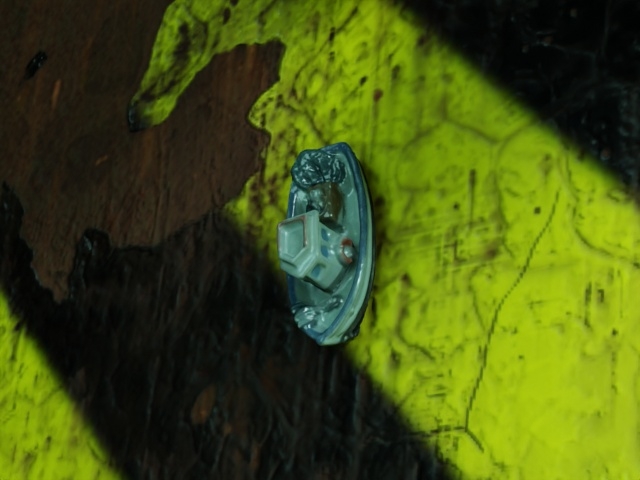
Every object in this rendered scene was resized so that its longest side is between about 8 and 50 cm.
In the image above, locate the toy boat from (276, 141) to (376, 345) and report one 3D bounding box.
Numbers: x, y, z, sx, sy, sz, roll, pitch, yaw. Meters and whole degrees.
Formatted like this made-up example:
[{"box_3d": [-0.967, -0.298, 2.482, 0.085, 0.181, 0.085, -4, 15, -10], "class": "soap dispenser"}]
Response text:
[{"box_3d": [0.000, 0.000, 0.996, 0.059, 0.066, 0.140, -18, 58, 30], "class": "toy boat"}]
